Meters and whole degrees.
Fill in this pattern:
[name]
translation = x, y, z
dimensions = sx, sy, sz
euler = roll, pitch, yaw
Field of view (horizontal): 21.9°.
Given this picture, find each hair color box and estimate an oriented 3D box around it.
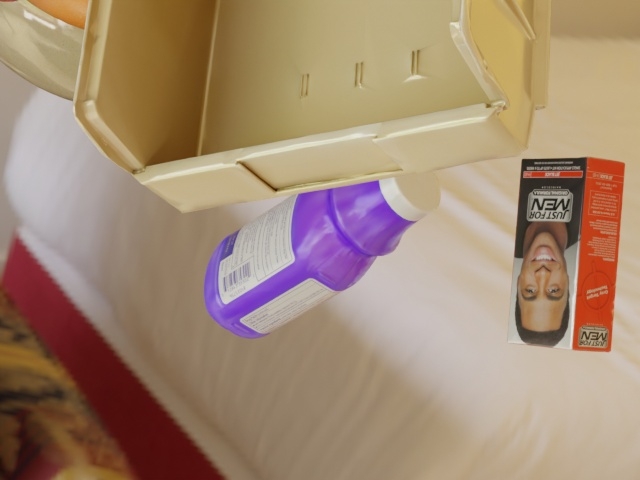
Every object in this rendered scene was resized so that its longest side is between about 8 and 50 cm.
[hair color box]
translation = 0.182, 0.010, 1.227
dimensions = 0.043, 0.141, 0.072
euler = 5, -2, -37

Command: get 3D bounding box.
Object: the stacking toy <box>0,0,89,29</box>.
[stacking toy]
translation = -0.317, -0.326, 1.278
dimensions = 0.479, 0.351, 0.350
euler = 0, 29, -25

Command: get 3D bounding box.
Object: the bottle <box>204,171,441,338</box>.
[bottle]
translation = 0.000, 0.000, 1.659
dimensions = 0.092, 0.283, 0.118
euler = 32, 45, -28

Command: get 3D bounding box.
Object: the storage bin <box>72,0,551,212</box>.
[storage bin]
translation = 0.000, -0.169, 1.015
dimensions = 0.262, 0.260, 0.123
euler = -9, -28, 29

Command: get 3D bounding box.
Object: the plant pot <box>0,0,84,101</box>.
[plant pot]
translation = -0.240, -0.267, 1.957
dimensions = 0.284, 0.284, 0.191
euler = -8, 44, -43
